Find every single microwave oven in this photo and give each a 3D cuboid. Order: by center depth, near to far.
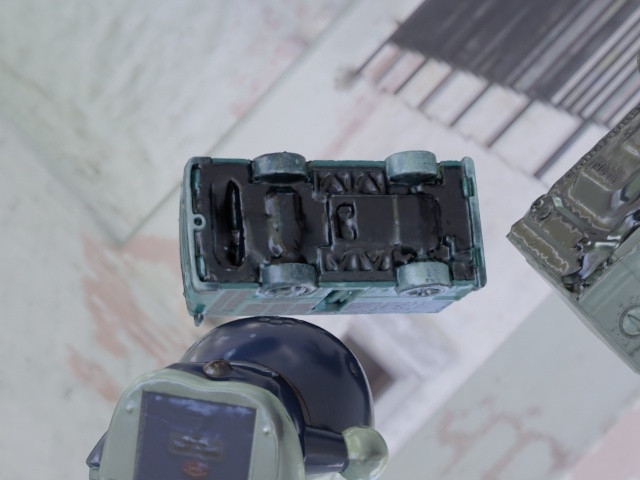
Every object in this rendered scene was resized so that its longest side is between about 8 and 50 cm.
[{"bbox_3d":[0.354,-0.030,1.623,0.181,0.295,0.237,45,-177,-23],"label":"microwave oven"}]

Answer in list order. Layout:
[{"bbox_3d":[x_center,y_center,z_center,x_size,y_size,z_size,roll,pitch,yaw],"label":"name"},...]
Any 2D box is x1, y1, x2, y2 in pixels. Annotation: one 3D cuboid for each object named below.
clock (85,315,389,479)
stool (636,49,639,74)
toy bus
[{"bbox_3d":[-0.047,0.133,1.186,0.199,0.147,0.243,3,-174,13],"label":"clock"},{"bbox_3d":[0.340,-0.293,1.387,0.310,0.226,0.310,59,-151,-18],"label":"stool"},{"bbox_3d":[0.000,0.000,1.463,0.147,0.256,0.128,132,135,-68],"label":"toy bus"}]
